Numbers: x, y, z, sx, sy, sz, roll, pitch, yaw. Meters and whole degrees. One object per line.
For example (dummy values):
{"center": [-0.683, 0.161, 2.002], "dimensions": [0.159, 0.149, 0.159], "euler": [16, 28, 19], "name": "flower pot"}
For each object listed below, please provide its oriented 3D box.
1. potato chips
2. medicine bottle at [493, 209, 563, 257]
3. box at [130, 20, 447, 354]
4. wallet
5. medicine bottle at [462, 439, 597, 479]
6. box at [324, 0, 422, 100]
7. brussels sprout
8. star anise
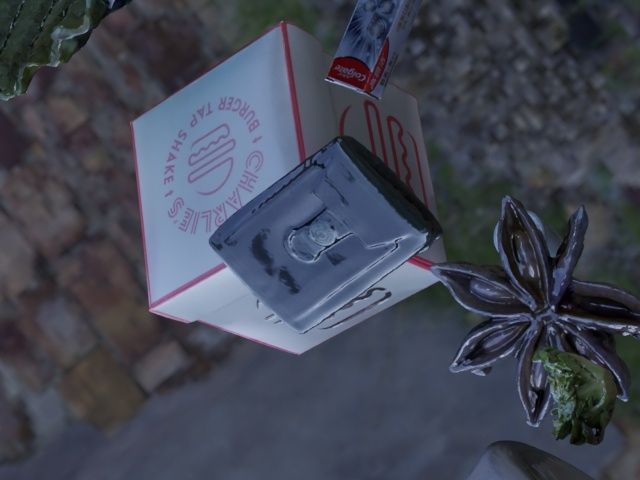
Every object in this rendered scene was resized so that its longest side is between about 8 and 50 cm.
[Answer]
{"center": [-0.280, -0.278, 1.939], "dimensions": [0.070, 0.358, 0.429], "euler": [54, -153, -30], "name": "potato chips"}
{"center": [0.229, 0.004, 2.061], "dimensions": [0.058, 0.058, 0.091], "euler": [46, -173, 26], "name": "medicine bottle"}
{"center": [-0.044, -0.059, 2.607], "dimensions": [0.300, 0.314, 0.312], "euler": [21, -130, -44], "name": "box"}
{"center": [0.000, 0.000, 2.107], "dimensions": [0.168, 0.245, 0.052], "euler": [44, -144, -14], "name": "wallet"}
{"center": [0.116, 0.335, 1.365], "dimensions": [0.208, 0.340, 0.208], "euler": [32, -171, -6], "name": "medicine bottle"}
{"center": [0.075, -0.251, 1.908], "dimensions": [0.055, 0.218, 0.039], "euler": [23, -178, 33], "name": "box"}
{"center": [0.192, 0.118, 1.418], "dimensions": [0.085, 0.058, 0.085], "euler": [-10, -90, -71], "name": "brussels sprout"}
{"center": [0.196, 0.070, 1.711], "dimensions": [0.212, 0.197, 0.073], "euler": [53, -158, 2], "name": "star anise"}
